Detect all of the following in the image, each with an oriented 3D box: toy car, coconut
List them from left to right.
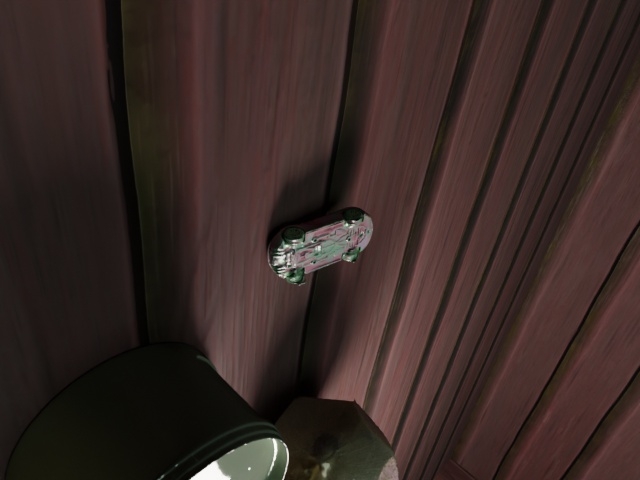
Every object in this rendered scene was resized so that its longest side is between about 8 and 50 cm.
[{"bbox_3d":[0.000,0.000,0.554,0.142,0.055,0.069,-19,131,-26],"label":"toy car"},{"bbox_3d":[0.007,0.358,0.703,0.227,0.227,0.231,-41,143,-25],"label":"coconut"}]

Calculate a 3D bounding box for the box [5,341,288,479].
[{"bbox_3d":[-0.161,0.240,0.451,0.226,0.149,0.226,-34,141,-33],"label":"box"}]
